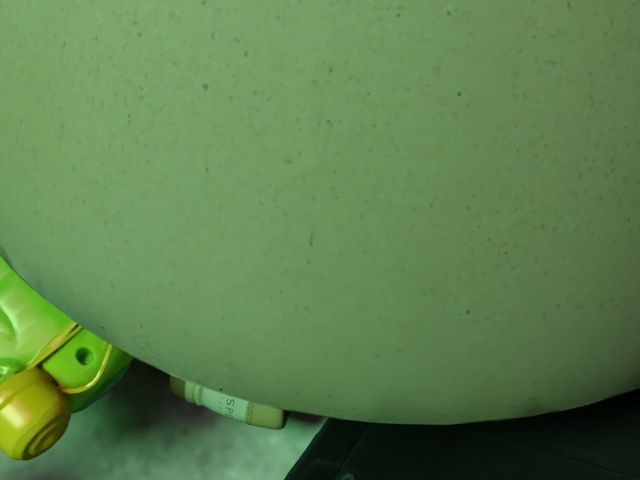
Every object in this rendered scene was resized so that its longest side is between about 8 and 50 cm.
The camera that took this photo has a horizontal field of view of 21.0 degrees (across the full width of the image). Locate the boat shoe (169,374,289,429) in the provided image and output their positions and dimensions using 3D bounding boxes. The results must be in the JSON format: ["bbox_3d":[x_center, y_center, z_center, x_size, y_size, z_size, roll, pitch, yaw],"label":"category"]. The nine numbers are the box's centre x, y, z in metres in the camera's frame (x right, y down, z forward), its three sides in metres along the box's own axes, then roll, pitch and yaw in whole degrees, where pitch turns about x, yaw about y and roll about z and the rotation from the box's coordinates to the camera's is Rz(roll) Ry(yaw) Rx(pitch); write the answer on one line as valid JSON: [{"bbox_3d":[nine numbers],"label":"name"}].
[{"bbox_3d":[0.000,0.000,0.569,0.045,0.050,0.135,26,81,9],"label":"boat shoe"}]

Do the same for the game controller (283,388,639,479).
[{"bbox_3d":[0.041,0.113,0.427,0.166,0.067,0.319,7,40,33],"label":"game controller"}]

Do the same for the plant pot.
[{"bbox_3d":[0.028,-0.120,0.459,0.284,0.191,0.284,2,49,-2],"label":"plant pot"}]

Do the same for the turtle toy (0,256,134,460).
[{"bbox_3d":[-0.082,0.011,0.547,0.130,0.066,0.095,-41,71,-13],"label":"turtle toy"}]
